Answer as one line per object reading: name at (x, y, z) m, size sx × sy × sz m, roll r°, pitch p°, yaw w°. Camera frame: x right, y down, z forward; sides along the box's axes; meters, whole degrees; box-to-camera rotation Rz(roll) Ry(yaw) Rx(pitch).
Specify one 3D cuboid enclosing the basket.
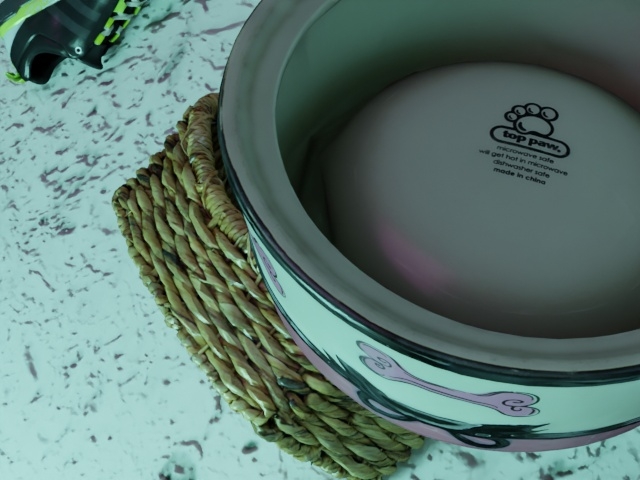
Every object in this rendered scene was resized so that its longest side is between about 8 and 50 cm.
basket at (0.000, 0.000, 1.462) m, size 0.223 × 0.213 × 0.299 m, roll -44°, pitch 48°, yaw 11°

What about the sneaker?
sneaker at (-0.209, -0.214, 1.846) m, size 0.234 × 0.084 × 0.097 m, roll -21°, pitch 80°, yaw 29°

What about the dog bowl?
dog bowl at (0.131, -0.034, 1.307) m, size 0.408 × 0.150 × 0.408 m, roll 2°, pitch 51°, yaw -3°
